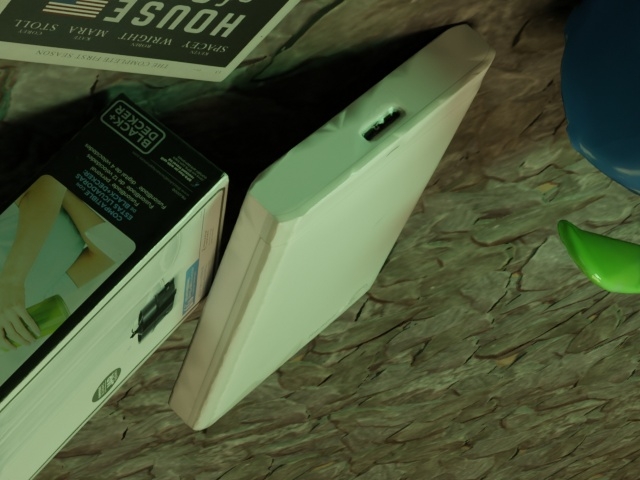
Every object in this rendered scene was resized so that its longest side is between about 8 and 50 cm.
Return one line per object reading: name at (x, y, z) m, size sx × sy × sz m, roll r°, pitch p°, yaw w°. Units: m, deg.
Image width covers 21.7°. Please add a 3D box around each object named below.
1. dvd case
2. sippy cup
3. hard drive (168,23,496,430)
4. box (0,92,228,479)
dvd case at (-0.058, -0.164, 0.840) m, size 0.179 × 0.029 × 0.239 m, roll 2°, pitch 147°, yaw -42°
sippy cup at (0.282, -0.096, 1.067) m, size 0.224 × 0.305 × 0.240 m, roll 14°, pitch -176°, yaw -38°
hard drive at (0.000, 0.000, 1.138) m, size 0.203 × 0.040 × 0.307 m, roll -39°, pitch 166°, yaw -30°
box at (-0.183, 0.068, 0.986) m, size 0.290 × 0.087 × 0.169 m, roll -46°, pitch 167°, yaw -25°
